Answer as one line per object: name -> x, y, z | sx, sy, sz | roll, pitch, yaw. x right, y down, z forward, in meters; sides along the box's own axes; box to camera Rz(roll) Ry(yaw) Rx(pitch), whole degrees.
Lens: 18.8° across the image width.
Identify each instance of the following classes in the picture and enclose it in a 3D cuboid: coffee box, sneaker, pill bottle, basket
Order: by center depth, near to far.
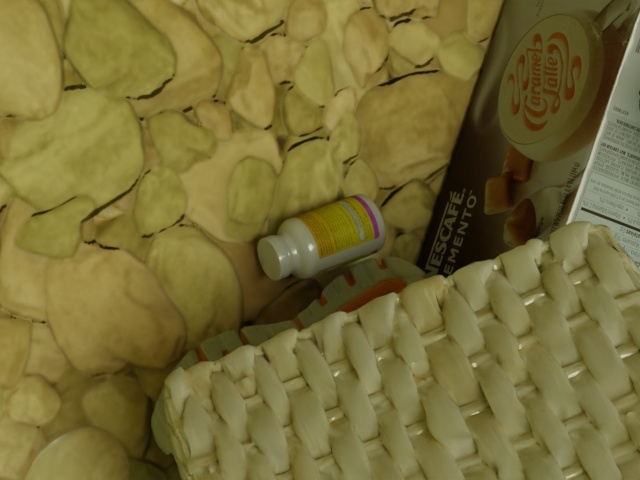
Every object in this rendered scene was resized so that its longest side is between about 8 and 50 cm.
basket -> 0.104, 0.220, 1.173 | 0.328, 0.331, 0.266 | -20, 139, -4
sneaker -> -0.013, 0.095, 1.311 | 0.215, 0.084, 0.083 | -26, 144, -15
pill bottle -> 0.000, 0.000, 1.316 | 0.083, 0.043, 0.043 | -20, 111, -28
coffee box -> 0.172, -0.048, 1.358 | 0.098, 0.141, 0.246 | 18, 92, -35
